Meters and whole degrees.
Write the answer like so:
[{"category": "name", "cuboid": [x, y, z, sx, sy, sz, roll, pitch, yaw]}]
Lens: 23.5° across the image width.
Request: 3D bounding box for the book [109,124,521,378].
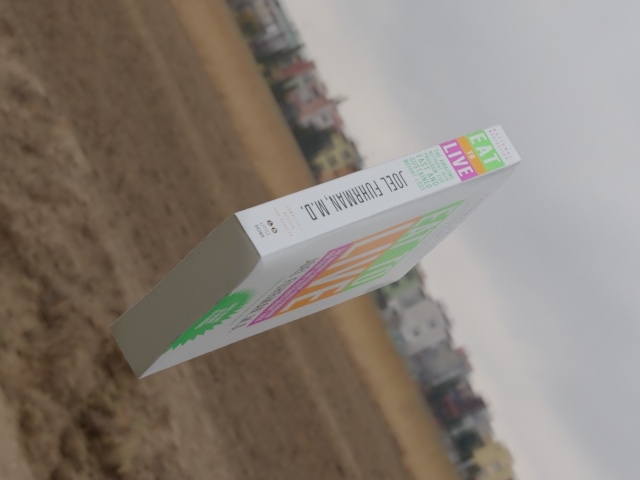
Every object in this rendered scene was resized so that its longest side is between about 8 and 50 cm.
[{"category": "book", "cuboid": [0.000, 0.000, 0.588, 0.096, 0.144, 0.035, -41, -105, 46]}]
